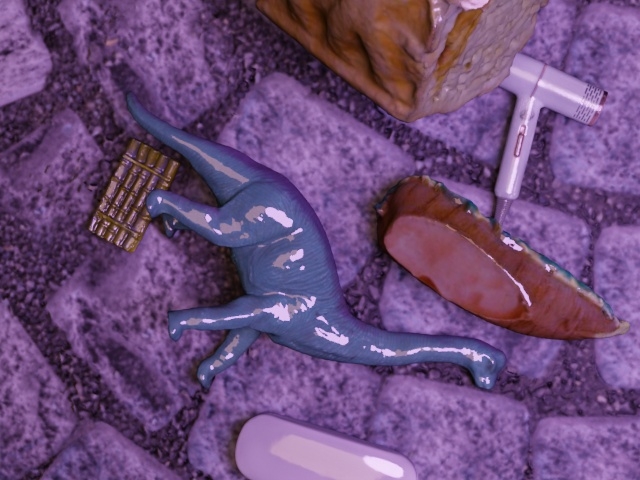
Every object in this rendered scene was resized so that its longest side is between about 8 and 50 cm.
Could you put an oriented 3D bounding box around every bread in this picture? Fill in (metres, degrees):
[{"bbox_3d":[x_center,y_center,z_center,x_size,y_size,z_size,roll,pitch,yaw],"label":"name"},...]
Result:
[{"bbox_3d":[0.074,-0.242,0.899,0.252,0.238,0.196,42,66,17],"label":"bread"}]

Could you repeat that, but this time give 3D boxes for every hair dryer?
[{"bbox_3d":[0.190,-0.104,1.004,0.155,0.044,0.183,26,96,7],"label":"hair dryer"}]

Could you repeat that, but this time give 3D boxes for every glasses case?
[{"bbox_3d":[0.006,0.240,1.019,0.197,0.049,0.076,15,91,5],"label":"glasses case"}]

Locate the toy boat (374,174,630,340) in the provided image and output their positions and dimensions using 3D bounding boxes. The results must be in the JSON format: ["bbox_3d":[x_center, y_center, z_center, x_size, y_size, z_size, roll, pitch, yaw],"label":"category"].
[{"bbox_3d":[0.183,0.036,0.978,0.293,0.099,0.108,30,120,5],"label":"toy boat"}]

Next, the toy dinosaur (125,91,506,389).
[{"bbox_3d":[0.000,0.000,1.000,0.331,0.129,0.383,-12,95,0],"label":"toy dinosaur"}]

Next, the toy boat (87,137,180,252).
[{"bbox_3d":[-0.206,-0.049,1.056,0.063,0.016,0.115,28,93,4],"label":"toy boat"}]
